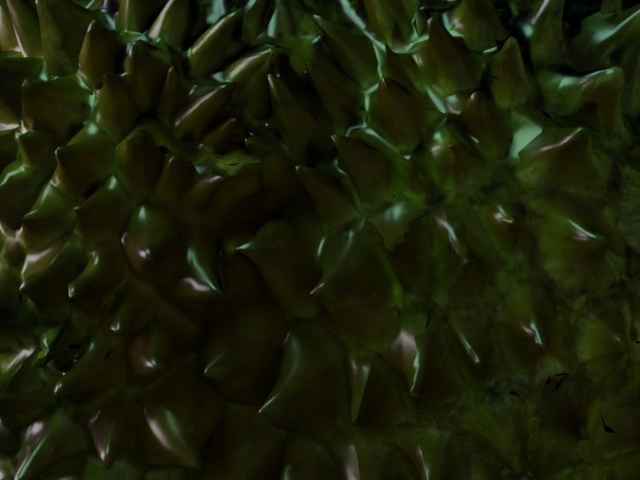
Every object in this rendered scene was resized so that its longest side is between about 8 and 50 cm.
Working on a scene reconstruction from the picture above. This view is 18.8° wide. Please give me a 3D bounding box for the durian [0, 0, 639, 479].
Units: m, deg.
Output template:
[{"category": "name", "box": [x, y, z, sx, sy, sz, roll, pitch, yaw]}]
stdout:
[{"category": "durian", "box": [0.001, 0.003, 0.515, 0.291, 0.291, 0.224, -52, -38, -75]}]
